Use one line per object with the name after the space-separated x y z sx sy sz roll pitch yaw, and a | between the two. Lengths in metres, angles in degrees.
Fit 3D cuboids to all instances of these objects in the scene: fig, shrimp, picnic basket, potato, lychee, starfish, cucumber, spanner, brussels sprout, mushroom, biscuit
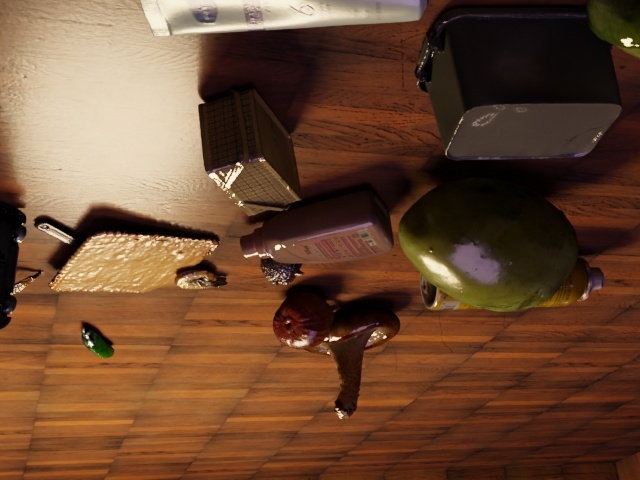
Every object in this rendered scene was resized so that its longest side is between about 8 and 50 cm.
-0.021 0.139 1.801 0.119 0.153 0.119 26 144 21 | fig
-0.209 0.068 1.652 0.108 0.023 0.059 0 148 -33 | shrimp
-0.092 -0.115 1.225 0.080 0.115 0.164 -17 153 13 | picnic basket
0.270 0.007 1.468 0.304 0.215 0.216 13 147 -40 | potato
-0.064 0.042 1.598 0.083 0.067 0.068 15 118 13 | lychee
-0.538 0.076 1.572 0.130 0.041 0.133 -7 154 -4 | starfish
-0.456 0.208 1.864 0.037 0.037 0.155 -10 153 5 | cucumber
-0.391 0.009 1.510 0.046 0.012 0.208 -18 152 22 | spanner
0.373 -0.277 1.004 0.183 0.145 0.131 -45 126 -14 | brussels sprout
0.067 0.253 1.884 0.227 0.217 0.148 -21 150 25 | mushroom
-0.320 0.041 1.569 0.232 0.013 0.237 4 153 -36 | biscuit

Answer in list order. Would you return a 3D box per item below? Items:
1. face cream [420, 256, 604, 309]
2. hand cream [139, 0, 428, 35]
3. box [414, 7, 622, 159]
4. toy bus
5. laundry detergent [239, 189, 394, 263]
0.368 0.075 1.737 0.349 0.104 0.105 -1 153 -13 | face cream
-0.039 -0.271 1.019 0.321 0.067 0.109 -1 155 4 | hand cream
0.251 -0.188 1.147 0.244 0.135 0.163 -2 153 -11 | box
-0.496 0.040 1.352 0.089 0.193 0.087 -15 154 35 | toy bus
0.000 0.000 1.522 0.237 0.076 0.171 -15 153 16 | laundry detergent
